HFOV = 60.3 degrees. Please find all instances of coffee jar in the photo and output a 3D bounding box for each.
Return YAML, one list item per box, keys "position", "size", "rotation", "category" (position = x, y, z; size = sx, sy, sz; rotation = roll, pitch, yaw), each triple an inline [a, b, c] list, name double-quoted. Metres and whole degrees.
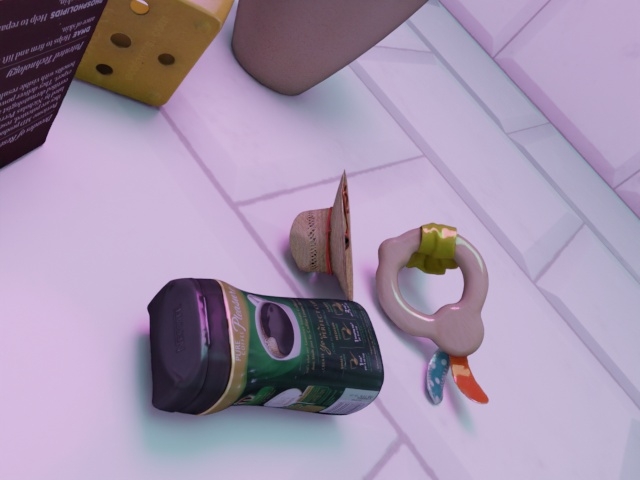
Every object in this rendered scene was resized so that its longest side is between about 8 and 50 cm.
- position: [-0.042, 0.086, 0.431]
  size: [0.184, 0.079, 0.096]
  rotation: [15, 48, -37]
  category: "coffee jar"

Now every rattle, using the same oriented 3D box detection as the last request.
- position: [0.132, 0.088, 0.650]
  size: [0.130, 0.143, 0.199]
  rotation: [-19, 82, -18]
  category: "rattle"

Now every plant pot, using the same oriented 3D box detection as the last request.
- position: [0.000, -0.339, 0.739]
  size: [0.256, 0.274, 0.256]
  rotation: [28, 38, -24]
  category: "plant pot"
- position: [-0.192, -0.265, 0.547]
  size: [0.212, 0.212, 0.187]
  rotation: [14, 58, -36]
  category: "plant pot"

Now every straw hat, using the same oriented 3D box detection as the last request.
- position: [0.000, 0.000, 0.574]
  size: [0.061, 0.144, 0.144]
  rotation: [-3, 42, 5]
  category: "straw hat"

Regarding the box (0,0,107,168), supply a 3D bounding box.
- position: [-0.262, -0.149, 0.341]
  size: [0.168, 0.203, 0.167]
  rotation: [38, 35, -9]
  category: "box"
